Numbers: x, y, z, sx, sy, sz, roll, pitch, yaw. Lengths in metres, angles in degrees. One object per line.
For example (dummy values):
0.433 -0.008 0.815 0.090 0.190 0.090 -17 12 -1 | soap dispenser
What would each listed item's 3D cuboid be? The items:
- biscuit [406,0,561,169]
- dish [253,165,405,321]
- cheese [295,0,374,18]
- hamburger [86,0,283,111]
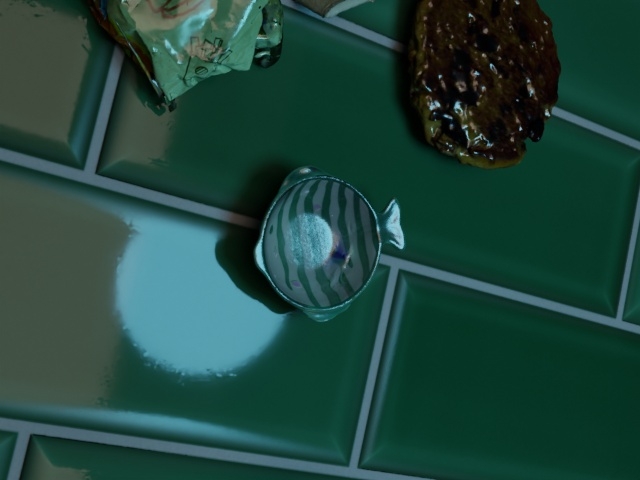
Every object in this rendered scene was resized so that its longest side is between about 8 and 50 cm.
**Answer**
0.260 -0.278 1.445 0.289 0.081 0.334 11 81 -27 | biscuit
0.000 0.000 1.308 0.246 0.078 0.224 -13 97 -27 | dish
0.139 -0.426 1.381 0.400 0.085 0.034 -29 132 -27 | cheese
-0.158 -0.330 1.182 0.276 0.150 0.260 -29 105 -25 | hamburger
